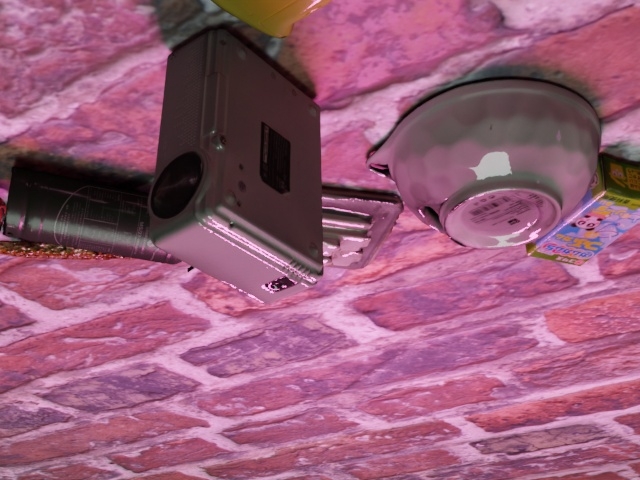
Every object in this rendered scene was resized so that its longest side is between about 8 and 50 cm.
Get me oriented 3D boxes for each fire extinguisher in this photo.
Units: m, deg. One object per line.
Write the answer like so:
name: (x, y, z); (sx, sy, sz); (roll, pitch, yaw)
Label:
fire extinguisher: (-0.276, -0.020, 1.207); (0.311, 0.095, 0.114); (9, 115, -17)

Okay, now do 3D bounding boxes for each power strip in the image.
power strip: (0.000, 0.000, 1.278); (0.213, 0.064, 0.198); (7, 147, -9)

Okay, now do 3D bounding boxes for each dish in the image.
dish: (0.220, -0.072, 1.102); (0.303, 0.120, 0.303); (-1, 149, 0)

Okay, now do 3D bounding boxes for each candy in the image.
candy: (0.378, -0.038, 1.216); (0.097, 0.062, 0.194); (10, 149, -17)

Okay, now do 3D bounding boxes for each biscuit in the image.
biscuit: (-0.352, 0.016, 1.291); (0.237, 0.026, 0.131); (1, 178, -1)

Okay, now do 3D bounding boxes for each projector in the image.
projector: (-0.082, -0.083, 0.946); (0.099, 0.256, 0.192); (-23, 142, 33)

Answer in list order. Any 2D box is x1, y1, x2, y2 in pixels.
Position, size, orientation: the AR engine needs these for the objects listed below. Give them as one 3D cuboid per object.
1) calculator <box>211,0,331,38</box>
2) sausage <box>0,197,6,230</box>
calculator: (-0.068, -0.281, 0.829); (0.157, 0.033, 0.236); (-22, 141, 34)
sausage: (-0.492, -0.025, 1.228); (0.076, 0.076, 0.141); (14, 148, -23)
